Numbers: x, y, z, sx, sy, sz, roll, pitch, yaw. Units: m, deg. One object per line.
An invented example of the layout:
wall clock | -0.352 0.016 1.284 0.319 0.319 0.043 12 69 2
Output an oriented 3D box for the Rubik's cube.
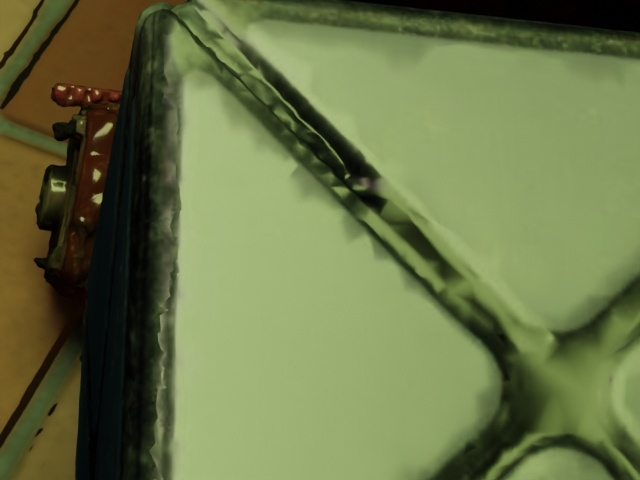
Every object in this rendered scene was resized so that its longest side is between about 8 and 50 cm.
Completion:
Rubik's cube | 0.048 0.086 0.635 0.255 0.259 0.260 4 71 -11

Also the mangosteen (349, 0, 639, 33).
mangosteen | 0.178 -0.187 0.817 0.421 0.381 0.381 19 37 -43

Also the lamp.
lamp | 0.000 0.000 0.839 0.253 0.118 0.118 8 48 -10
